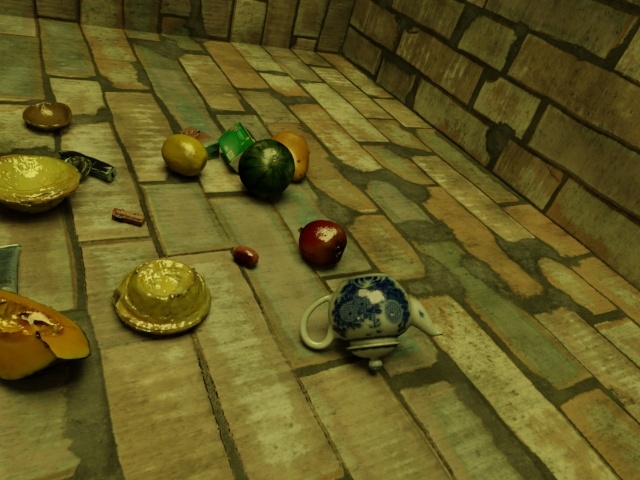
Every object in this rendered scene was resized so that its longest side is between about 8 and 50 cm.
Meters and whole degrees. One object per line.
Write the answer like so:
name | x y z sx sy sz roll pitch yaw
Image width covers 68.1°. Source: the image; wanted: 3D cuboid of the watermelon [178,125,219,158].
watermelon | -0.574 -0.449 2.159 0.154 0.094 0.241 -18 47 -26

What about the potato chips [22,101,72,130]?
potato chips | -1.148 -0.515 2.008 0.208 0.061 0.195 32 43 17

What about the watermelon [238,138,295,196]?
watermelon | -0.222 -0.298 1.958 0.243 0.242 0.242 12 36 -9

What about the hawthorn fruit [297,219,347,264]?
hawthorn fruit | 0.000 0.000 1.726 0.188 0.168 0.169 35 39 29

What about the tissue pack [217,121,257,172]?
tissue pack | -0.344 -0.402 2.141 0.156 0.148 0.209 41 10 -48

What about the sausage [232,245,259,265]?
sausage | -0.255 0.052 1.632 0.094 0.058 0.054 22 18 11

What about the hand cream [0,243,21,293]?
hand cream | -0.881 0.088 1.323 0.088 0.055 0.256 -14 43 -26

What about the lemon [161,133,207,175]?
lemon | -0.562 -0.353 1.954 0.207 0.169 0.170 29 37 18

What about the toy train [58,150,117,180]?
toy train | -0.905 -0.294 1.830 0.252 0.048 0.055 21 56 14

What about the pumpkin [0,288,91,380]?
pumpkin | -0.706 0.246 1.158 0.312 0.148 0.169 36 -1 18

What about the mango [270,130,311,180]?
mango | -0.150 -0.392 2.198 0.191 0.159 0.290 5 47 -28

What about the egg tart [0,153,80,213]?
egg tart | -0.972 -0.184 1.592 0.315 0.120 0.314 12 34 -8

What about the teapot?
teapot | 0.149 0.247 1.415 0.425 0.252 0.279 -5 75 1

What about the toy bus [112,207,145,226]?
toy bus | -0.672 -0.080 1.656 0.110 0.031 0.043 15 42 -5

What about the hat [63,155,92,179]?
hat | -0.911 -0.277 1.761 0.121 0.050 0.121 0 62 0

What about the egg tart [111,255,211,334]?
egg tart | -0.457 0.145 1.377 0.291 0.115 0.290 10 36 -7
